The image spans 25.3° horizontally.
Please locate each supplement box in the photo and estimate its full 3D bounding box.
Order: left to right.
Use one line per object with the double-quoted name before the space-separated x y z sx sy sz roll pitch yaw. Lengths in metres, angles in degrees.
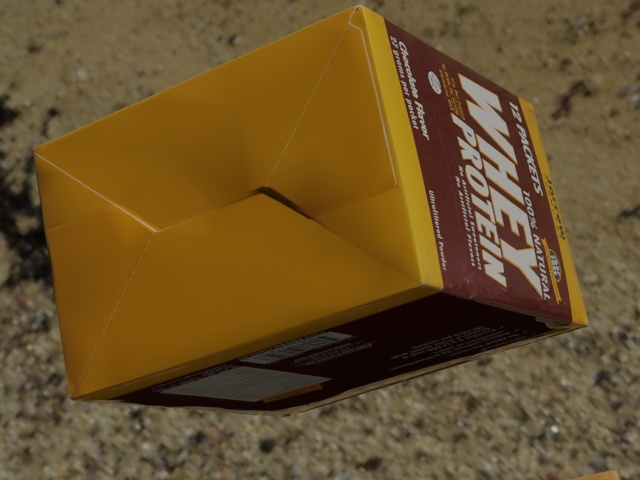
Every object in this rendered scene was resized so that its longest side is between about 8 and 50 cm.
"supplement box" 0.000 0.000 0.712 0.191 0.194 0.129 -20 72 26

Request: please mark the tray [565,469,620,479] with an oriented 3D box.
"tray" 0.034 0.303 1.010 0.411 0.076 0.203 -14 44 6
